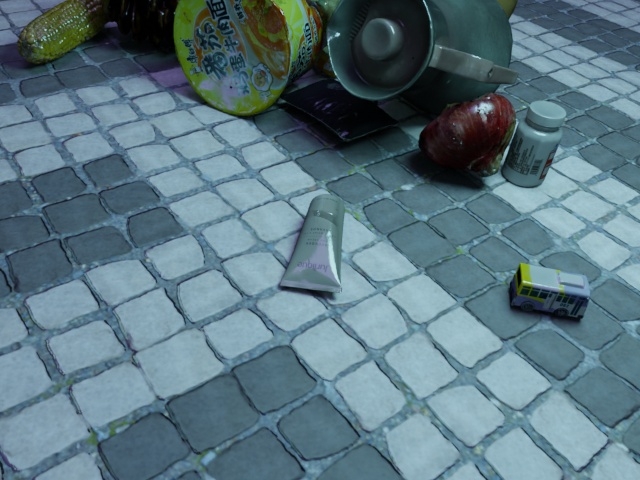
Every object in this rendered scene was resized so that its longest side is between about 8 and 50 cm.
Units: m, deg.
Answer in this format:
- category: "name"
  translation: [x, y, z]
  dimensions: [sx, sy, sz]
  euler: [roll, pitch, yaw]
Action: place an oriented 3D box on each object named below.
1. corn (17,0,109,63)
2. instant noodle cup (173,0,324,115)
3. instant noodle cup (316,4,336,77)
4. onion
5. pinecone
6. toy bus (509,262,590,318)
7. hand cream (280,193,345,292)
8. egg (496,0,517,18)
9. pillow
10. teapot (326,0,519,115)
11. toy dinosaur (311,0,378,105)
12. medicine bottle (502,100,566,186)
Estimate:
- category: "corn"
  translation: [-0.545, -0.466, 1.299]
  dimensions: [0.101, 0.101, 0.291]
  euler: [14, 43, 7]
- category: "instant noodle cup"
  translation: [-0.127, -0.398, 1.187]
  dimensions: [0.264, 0.264, 0.200]
  euler: [22, 34, 16]
- category: "instant noodle cup"
  translation: [0.023, -0.480, 1.365]
  dimensions: [0.168, 0.168, 0.185]
  euler: [-10, 37, -19]
- category: "onion"
  translation: [0.266, -0.178, 1.062]
  dimensions: [0.184, 0.184, 0.147]
  euler: [-16, 83, -25]
- category: "pinecone"
  translation: [-0.355, -0.530, 1.318]
  dimensions: [0.273, 0.224, 0.224]
  euler: [25, 42, -5]
- category: "toy bus"
  translation: [0.326, 0.070, 0.849]
  dimensions: [0.102, 0.058, 0.052]
  euler: [11, 42, 5]
- category: "hand cream"
  translation: [0.000, 0.000, 0.892]
  dimensions: [0.087, 0.054, 0.186]
  euler: [6, 48, 6]
- category: "egg"
  translation: [0.298, -0.580, 1.398]
  dimensions: [0.301, 0.301, 0.374]
  euler: [33, 40, 26]
- category: "pillow"
  translation: [0.036, -0.259, 1.180]
  dimensions: [0.141, 0.055, 0.208]
  euler: [-25, 49, -30]
- category: "teapot"
  translation: [0.206, -0.346, 1.101]
  dimensions: [0.300, 0.253, 0.344]
  euler: [28, 27, 28]
- category: "toy dinosaur"
  translation: [0.044, -0.440, 1.195]
  dimensions: [0.076, 0.362, 0.147]
  euler: [-15, 0, 25]
- category: "medicine bottle"
  translation: [0.380, -0.171, 1.067]
  dimensions: [0.079, 0.140, 0.079]
  euler: [4, 41, -4]
